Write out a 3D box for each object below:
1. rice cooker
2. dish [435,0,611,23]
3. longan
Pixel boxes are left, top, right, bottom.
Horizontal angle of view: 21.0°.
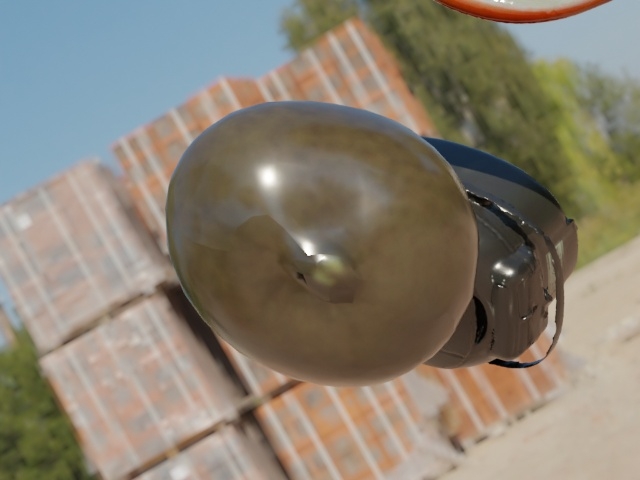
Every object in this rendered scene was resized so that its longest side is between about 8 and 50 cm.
[{"bbox_3d":[0.081,0.007,1.174,0.118,0.203,0.142,-39,-41,-38],"label":"rice cooker"},{"bbox_3d":[0.118,-0.255,0.974,0.256,0.256,0.117,-32,26,45],"label":"dish"},{"bbox_3d":[0.000,0.000,1.010,0.189,0.189,0.189,-30,-3,-1],"label":"longan"}]
